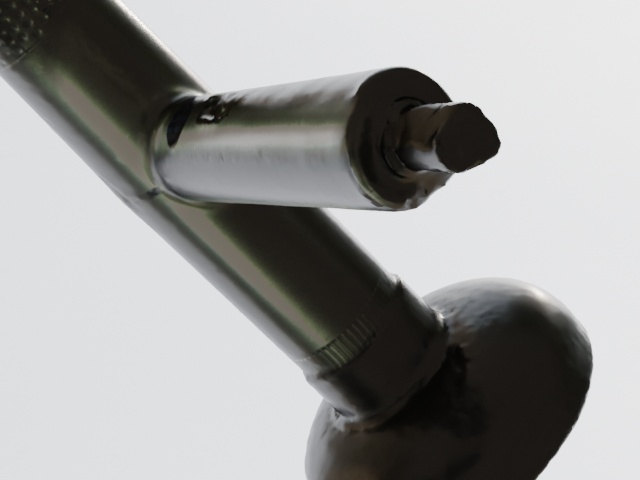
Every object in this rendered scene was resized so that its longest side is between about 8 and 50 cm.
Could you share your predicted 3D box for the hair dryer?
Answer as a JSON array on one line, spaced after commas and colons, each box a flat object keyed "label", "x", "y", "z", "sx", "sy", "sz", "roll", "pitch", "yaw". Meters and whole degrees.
[{"label": "hair dryer", "x": 0.000, "y": 0.022, "z": 0.666, "sx": 0.156, "sy": 0.284, "sz": 0.320, "roll": -45, "pitch": -61, "yaw": -1}]
